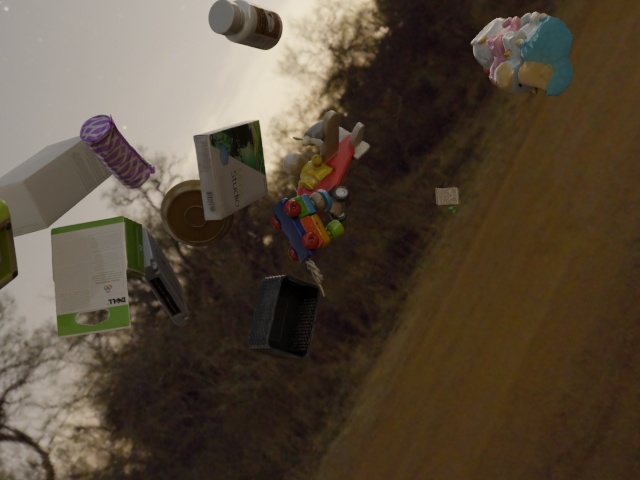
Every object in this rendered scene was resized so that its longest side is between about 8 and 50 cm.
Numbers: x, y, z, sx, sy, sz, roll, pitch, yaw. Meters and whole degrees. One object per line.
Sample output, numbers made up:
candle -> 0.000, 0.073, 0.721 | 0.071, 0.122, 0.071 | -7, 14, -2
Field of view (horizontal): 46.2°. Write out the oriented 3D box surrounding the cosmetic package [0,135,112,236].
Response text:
cosmetic package -> -0.793, -0.164, 2.174 | 0.197, 0.155, 0.365 | -11, 26, 24

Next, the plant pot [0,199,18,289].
plant pot -> -0.764, 0.020, 1.544 | 0.228, 0.207, 0.227 | -53, -24, -55

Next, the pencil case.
pencil case -> -0.465, -0.201, 1.728 | 0.206, 0.088, 0.086 | 56, -156, -55

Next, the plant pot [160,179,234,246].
plant pot -> -0.396, -0.080, 2.408 | 0.236, 0.236, 0.032 | -59, 16, 20

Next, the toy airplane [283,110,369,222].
toy airplane -> 0.008, -0.266, 2.633 | 0.384, 0.273, 0.386 | -38, -37, -76

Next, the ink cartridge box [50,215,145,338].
ink cartridge box -> -0.505, 0.088, 1.717 | 0.097, 0.189, 0.255 | 38, -136, -74

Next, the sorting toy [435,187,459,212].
sorting toy -> 0.338, -0.105, 1.995 | 0.012, 0.062, 0.083 | 84, -172, -54

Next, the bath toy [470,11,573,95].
bath toy -> 0.393, -0.362, 1.494 | 0.151, 0.129, 0.348 | -47, 14, 10

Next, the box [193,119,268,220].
box -> -0.244, -0.206, 2.114 | 0.322, 0.059, 0.232 | -42, -52, -65

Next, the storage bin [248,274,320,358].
storage bin -> -0.084, 0.181, 1.765 | 0.084, 0.122, 0.180 | -12, 61, 51

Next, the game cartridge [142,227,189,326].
game cartridge -> -0.482, 0.106, 2.275 | 0.294, 0.060, 0.196 | 70, 179, -45

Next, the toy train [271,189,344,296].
toy train -> 0.000, 0.000, 1.803 | 0.143, 0.248, 0.105 | -25, -7, -32

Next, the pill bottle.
pill bottle -> -0.232, -0.670, 2.319 | 0.229, 0.131, 0.131 | -5, -49, -56
